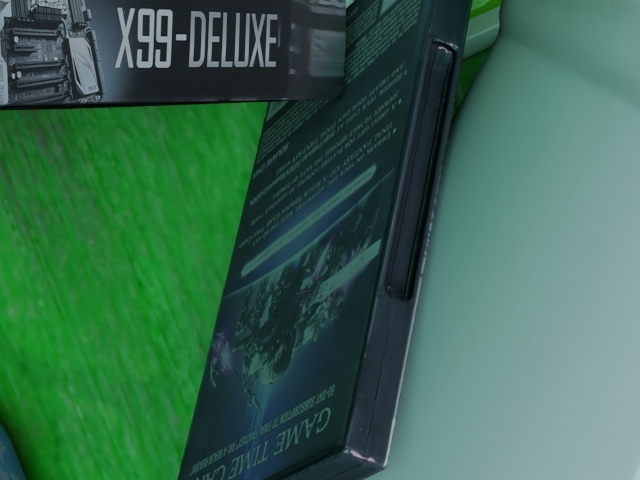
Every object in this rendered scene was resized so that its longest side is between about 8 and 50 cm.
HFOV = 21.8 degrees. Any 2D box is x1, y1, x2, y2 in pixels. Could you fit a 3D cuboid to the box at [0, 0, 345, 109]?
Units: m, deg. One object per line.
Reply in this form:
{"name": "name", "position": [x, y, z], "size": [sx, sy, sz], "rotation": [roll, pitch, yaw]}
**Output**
{"name": "box", "position": [-0.179, -0.100, 0.787], "size": [0.307, 0.242, 0.076], "rotation": [3, 97, 35]}

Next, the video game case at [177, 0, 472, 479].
{"name": "video game case", "position": [0.000, 0.000, 0.794], "size": [0.026, 0.196, 0.274], "rotation": [21, 62, -20]}

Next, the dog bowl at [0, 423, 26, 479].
{"name": "dog bowl", "position": [-0.220, 0.207, 0.940], "size": [0.166, 0.074, 0.297], "rotation": [-25, 86, 20]}

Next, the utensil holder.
{"name": "utensil holder", "position": [0.148, 0.107, 0.792], "size": [0.328, 0.327, 0.385], "rotation": [29, 100, 3]}

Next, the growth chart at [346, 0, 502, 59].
{"name": "growth chart", "position": [0.017, -0.193, 0.926], "size": [0.172, 0.021, 0.237], "rotation": [-33, 93, 9]}
